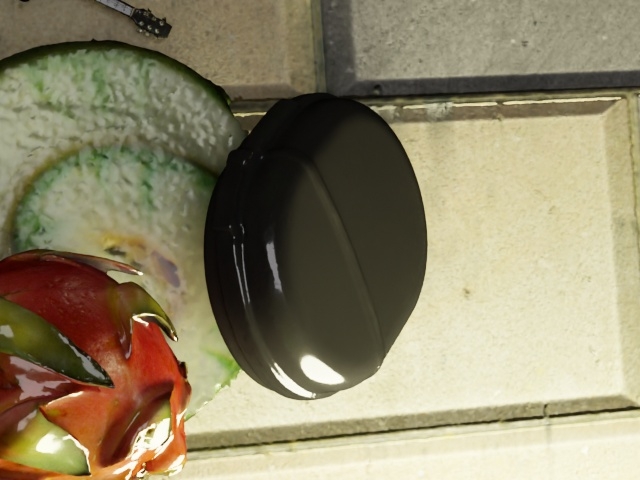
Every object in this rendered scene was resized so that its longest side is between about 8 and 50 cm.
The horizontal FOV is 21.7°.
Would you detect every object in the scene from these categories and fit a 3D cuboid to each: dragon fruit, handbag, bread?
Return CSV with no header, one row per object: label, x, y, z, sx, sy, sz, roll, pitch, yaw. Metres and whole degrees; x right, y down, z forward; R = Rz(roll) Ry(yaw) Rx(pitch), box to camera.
dragon fruit,-0.212,0.115,1.342,0.227,0.224,0.224,11,85,-23
handbag,0.001,0.000,1.512,0.308,0.093,0.253,-54,130,-49
bread,-0.211,0.001,1.525,0.366,0.129,0.382,41,78,-13

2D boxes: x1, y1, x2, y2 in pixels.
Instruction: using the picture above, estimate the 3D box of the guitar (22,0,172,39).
guitar,-0.247,-0.249,1.578,0.233,0.025,0.088,26,82,-13
